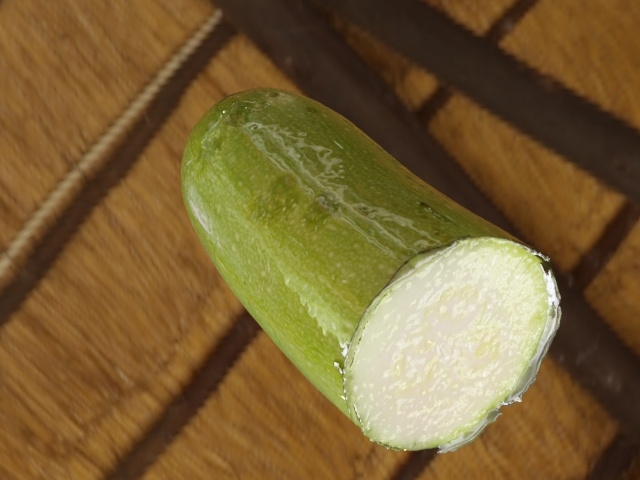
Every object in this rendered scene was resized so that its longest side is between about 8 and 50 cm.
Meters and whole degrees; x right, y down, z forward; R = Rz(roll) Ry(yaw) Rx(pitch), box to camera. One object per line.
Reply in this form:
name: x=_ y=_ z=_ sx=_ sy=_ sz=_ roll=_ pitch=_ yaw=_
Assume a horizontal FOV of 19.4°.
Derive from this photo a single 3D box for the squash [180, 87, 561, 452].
squash: x=0.000 y=0.000 z=0.743 sx=0.095 sy=0.095 sz=0.188 roll=-37 pitch=-138 yaw=-13
